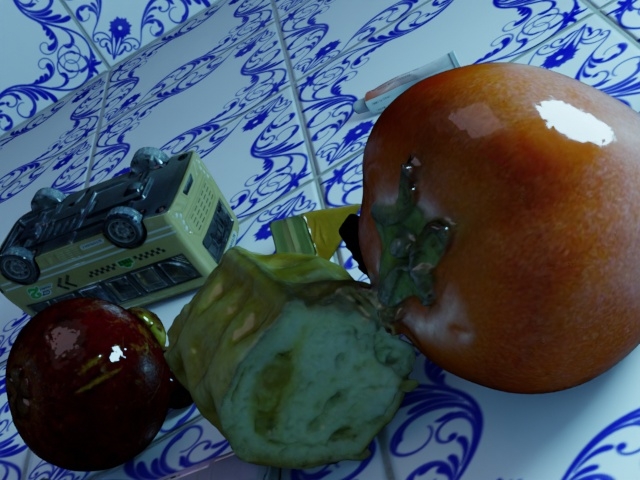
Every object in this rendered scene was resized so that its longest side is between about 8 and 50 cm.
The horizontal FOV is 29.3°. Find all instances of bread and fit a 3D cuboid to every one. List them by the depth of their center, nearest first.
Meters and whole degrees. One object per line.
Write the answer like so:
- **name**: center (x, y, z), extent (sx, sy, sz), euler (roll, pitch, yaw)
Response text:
- **bread**: center (-0.033, 0.118, 1.308), extent (0.238, 0.196, 0.252), euler (-50, 22, 6)
- **bread**: center (0.003, -0.001, 1.719), extent (0.074, 0.084, 0.139), euler (-15, -1, 37)

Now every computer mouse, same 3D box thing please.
- **computer mouse**: center (-0.150, 0.291, 1.297), extent (0.245, 0.056, 0.126), euler (-21, 25, 9)

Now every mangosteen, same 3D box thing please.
- **mangosteen**: center (-0.260, 0.173, 1.523), extent (0.257, 0.215, 0.215), euler (-7, 5, -37)

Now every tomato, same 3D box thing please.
- **tomato**: center (0.193, -0.015, 1.147), extent (0.321, 0.321, 0.321), euler (-28, 24, 14)

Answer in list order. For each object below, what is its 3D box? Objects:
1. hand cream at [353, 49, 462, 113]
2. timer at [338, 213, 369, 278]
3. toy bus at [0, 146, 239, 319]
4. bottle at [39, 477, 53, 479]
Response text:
- **hand cream**: center (0.138, -0.245, 1.959), extent (0.216, 0.052, 0.038), euler (-16, 46, 38)
- **timer**: center (0.101, 0.032, 1.363), extent (0.055, 0.144, 0.187), euler (-56, 22, 10)
- **toy bus**: center (-0.319, 0.010, 1.881), extent (0.365, 0.202, 0.177), euler (-17, 35, 27)
- **bottle**: center (-0.318, 0.334, 1.401), extent (0.099, 0.099, 0.152), euler (-37, 17, -8)
